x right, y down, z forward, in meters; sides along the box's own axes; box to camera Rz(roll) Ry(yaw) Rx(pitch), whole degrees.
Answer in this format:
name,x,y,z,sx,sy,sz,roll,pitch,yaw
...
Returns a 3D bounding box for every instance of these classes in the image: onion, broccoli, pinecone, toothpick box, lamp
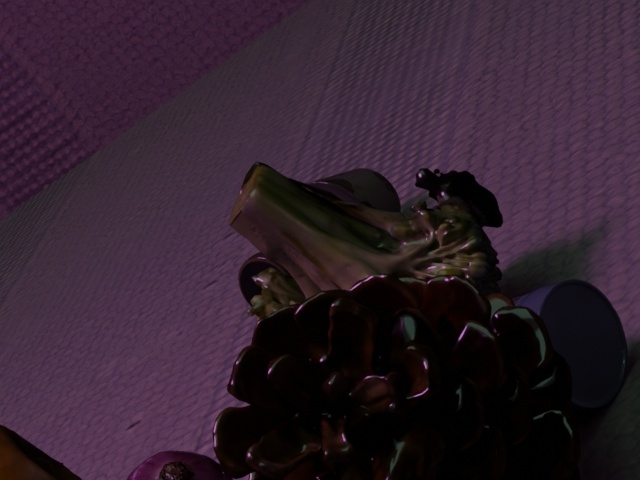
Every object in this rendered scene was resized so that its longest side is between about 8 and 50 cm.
name,x,y,z,sx,sy,sz,roll,pitch,yaw
onion,-0.128,0.245,1.621,0.115,0.115,0.104,-63,-16,-53
broccoli,0.030,0.018,1.588,0.247,0.243,0.263,-54,12,-3
pinecone,0.050,0.138,1.226,0.244,0.309,0.244,-14,66,35
toothpick box,0.148,0.092,1.391,0.153,0.101,0.101,-20,25,49
lamp,0.000,0.000,1.901,0.121,0.121,0.214,-24,9,42

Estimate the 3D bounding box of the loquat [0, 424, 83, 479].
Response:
name,x,y,z,sx,sy,sz,roll,pitch,yaw
loquat,-0.323,0.294,1.574,0.275,0.275,0.275,-36,17,13
